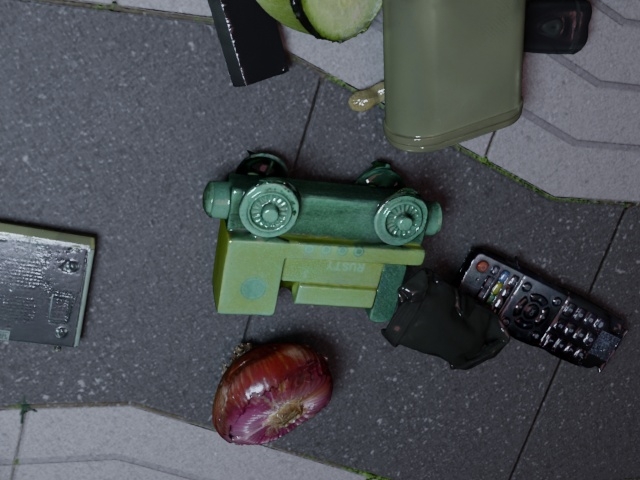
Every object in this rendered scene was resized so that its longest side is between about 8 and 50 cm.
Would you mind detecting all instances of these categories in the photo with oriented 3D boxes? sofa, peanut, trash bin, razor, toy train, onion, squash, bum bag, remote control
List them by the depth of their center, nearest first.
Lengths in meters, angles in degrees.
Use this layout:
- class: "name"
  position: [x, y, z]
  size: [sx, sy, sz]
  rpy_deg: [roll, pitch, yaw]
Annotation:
- class: "squash"
  position: [0.000, -0.398, 0.971]
  size: [0.220, 0.133, 0.220]
  rpy_deg: [-15, 113, -40]
- class: "sofa"
  position: [-0.110, -0.314, 1.004]
  size: [0.085, 0.060, 0.147]
  rpy_deg: [-27, 114, -23]
- class: "trash bin"
  position: [0.203, -0.285, 1.019]
  size: [0.243, 0.121, 0.248]
  rpy_deg: [-21, 128, -15]
- class: "toy train"
  position: [0.000, 0.000, 1.086]
  size: [0.396, 0.160, 0.254]
  rpy_deg: [4, 116, -17]
- class: "peanut"
  position: [0.085, -0.237, 1.088]
  size: [0.083, 0.037, 0.037]
  rpy_deg: [-30, 113, -1]
- class: "razor"
  position: [0.377, -0.358, 1.113]
  size: [0.147, 0.054, 0.090]
  rpy_deg: [-3, 109, -13]
- class: "onion"
  position: [-0.094, 0.248, 1.150]
  size: [0.229, 0.163, 0.230]
  rpy_deg: [-24, 143, -20]
- class: "bum bag"
  position: [0.217, 0.150, 1.166]
  size: [0.326, 0.080, 0.142]
  rpy_deg: [32, 99, -39]
- class: "remote control"
  position: [0.421, 0.133, 1.289]
  size: [0.398, 0.062, 0.145]
  rpy_deg: [25, 100, -19]

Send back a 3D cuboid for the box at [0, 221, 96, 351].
- class: "box"
  position: [-0.500, 0.067, 1.030]
  size: [0.270, 0.045, 0.211]
  rpy_deg: [11, 104, -18]
